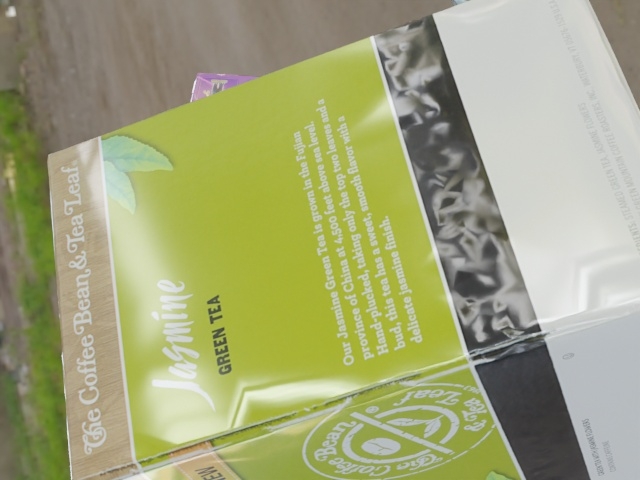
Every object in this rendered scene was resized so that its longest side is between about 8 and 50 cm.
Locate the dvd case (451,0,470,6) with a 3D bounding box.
[{"bbox_3d":[0.210,-0.248,1.317,0.119,0.087,0.013,21,86,27],"label":"dvd case"}]

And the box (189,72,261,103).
[{"bbox_3d":[0.050,-0.025,0.903,0.057,0.293,0.201,-84,-3,-45],"label":"box"}]

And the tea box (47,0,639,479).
[{"bbox_3d":[0.054,0.063,0.726,0.329,0.323,0.220,58,-164,-54],"label":"tea box"}]
